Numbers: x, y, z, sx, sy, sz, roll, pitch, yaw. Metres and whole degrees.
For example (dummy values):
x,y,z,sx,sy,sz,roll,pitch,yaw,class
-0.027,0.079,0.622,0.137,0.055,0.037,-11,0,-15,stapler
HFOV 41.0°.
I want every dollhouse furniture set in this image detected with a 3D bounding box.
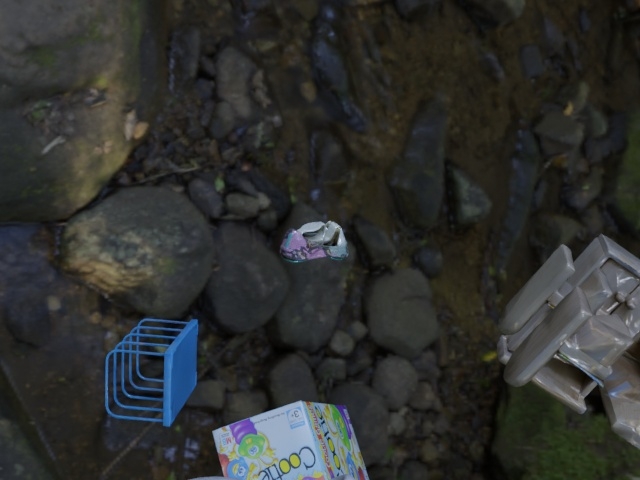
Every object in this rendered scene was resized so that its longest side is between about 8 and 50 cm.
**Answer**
x,y,z,sx,sy,sz,roll,pitch,yaw,class
0.407,0.199,1.223,0.362,0.256,0.394,33,24,-7,dollhouse furniture set

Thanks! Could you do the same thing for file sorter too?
x,y,z,sx,sy,sz,roll,pitch,yaw,class
-0.265,0.203,1.356,0.170,0.104,0.118,-68,161,-77,file sorter

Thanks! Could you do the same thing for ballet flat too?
x,y,z,sx,sy,sz,roll,pitch,yaw,class
0.000,0.000,1.725,0.221,0.077,0.079,-2,115,-56,ballet flat

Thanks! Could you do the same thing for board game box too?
x,y,z,sx,sy,sz,roll,pitch,yaw,class
-0.036,0.334,1.297,0.275,0.144,0.142,41,30,-72,board game box

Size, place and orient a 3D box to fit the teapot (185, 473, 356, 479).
x,y,z,sx,sy,sz,roll,pitch,yaw,class
-0.100,0.337,0.812,0.256,0.187,0.252,10,81,-6,teapot
